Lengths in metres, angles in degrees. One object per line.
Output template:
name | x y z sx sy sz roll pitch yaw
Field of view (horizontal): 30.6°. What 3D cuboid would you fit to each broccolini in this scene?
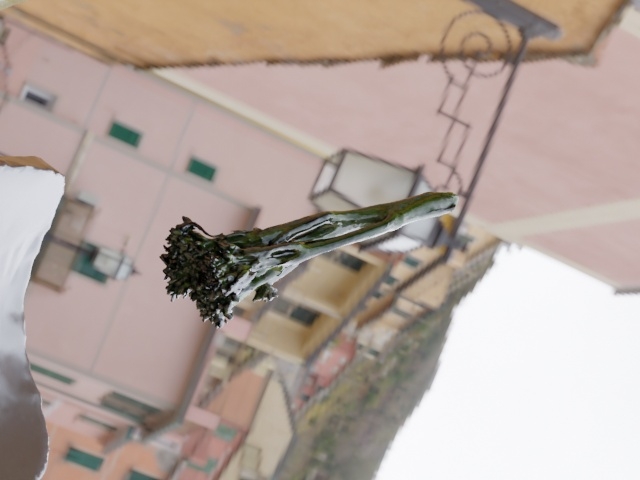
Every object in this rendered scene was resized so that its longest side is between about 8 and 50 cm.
broccolini | -0.001 0.009 0.748 0.074 0.201 0.058 -119 -151 -42

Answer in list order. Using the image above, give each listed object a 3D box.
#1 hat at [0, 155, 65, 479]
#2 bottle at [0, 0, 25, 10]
hat | -0.310 0.071 0.793 0.381 0.257 0.366 -150 -114 -77
bottle | -0.288 -0.118 0.423 0.171 0.351 0.172 161 -90 -88
